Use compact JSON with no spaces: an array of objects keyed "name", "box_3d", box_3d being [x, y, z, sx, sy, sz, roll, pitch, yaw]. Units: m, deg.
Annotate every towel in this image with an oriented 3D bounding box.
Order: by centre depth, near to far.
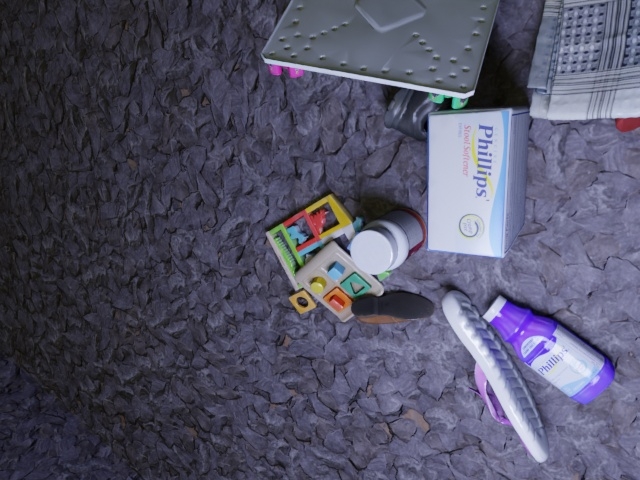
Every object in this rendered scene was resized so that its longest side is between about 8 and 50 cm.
[{"name":"towel","box_3d":[0.535,-0.366,0.885,0.324,0.056,0.312,11,96,45]}]

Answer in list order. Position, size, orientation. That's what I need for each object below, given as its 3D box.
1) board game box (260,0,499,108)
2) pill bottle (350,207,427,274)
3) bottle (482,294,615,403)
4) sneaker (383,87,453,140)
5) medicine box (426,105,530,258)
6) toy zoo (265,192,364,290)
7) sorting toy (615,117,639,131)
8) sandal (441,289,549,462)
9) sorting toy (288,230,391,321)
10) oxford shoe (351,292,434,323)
[{"name":"board game box","box_3d":[0.134,-0.436,0.989,0.390,0.390,0.050,15,152,13]},{"name":"pill bottle","box_3d":[0.161,0.001,1.187,0.121,0.221,0.121,9,108,27]},{"name":"bottle","box_3d":[0.502,0.234,1.137,0.283,0.092,0.118,38,120,15]},{"name":"sneaker","box_3d":[0.254,-0.353,1.117,0.130,0.109,0.286,33,127,11]},{"name":"medicine box","box_3d":[0.323,-0.132,1.018,0.149,0.289,0.263,5,106,28]},{"name":"toy zoo","box_3d":[0.000,0.000,1.390,0.293,0.030,0.192,-29,89,32]},{"name":"sorting toy","box_3d":[0.664,-0.356,0.889,0.365,0.127,0.126,-41,60,34]},{"name":"sandal","box_3d":[0.392,0.313,1.187,0.102,0.169,0.416,-35,73,29]},{"name":"sorting toy","box_3d":[0.043,0.121,1.363,0.196,0.047,0.348,44,124,-5]},{"name":"oxford shoe","box_3d":[0.192,0.185,1.322,0.212,0.076,0.076,-2,144,20]}]
